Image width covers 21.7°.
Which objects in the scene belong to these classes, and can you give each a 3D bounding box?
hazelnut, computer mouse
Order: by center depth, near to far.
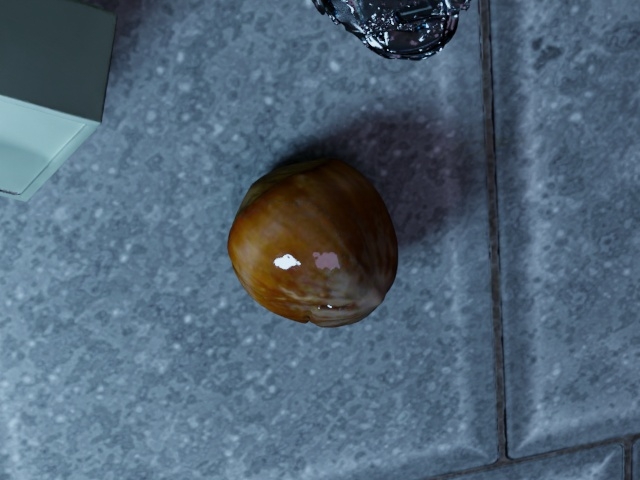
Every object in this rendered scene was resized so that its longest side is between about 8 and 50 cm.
[{"bbox_3d":[0.050,-0.259,1.381,0.146,0.077,0.242,-12,120,15],"label":"computer mouse"},{"bbox_3d":[0.000,0.000,1.698,0.182,0.182,0.182,-6,122,-10],"label":"hazelnut"}]

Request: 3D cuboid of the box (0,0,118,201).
[{"bbox_3d":[-0.328,-0.147,1.492,0.225,0.117,0.225,15,157,-23],"label":"box"}]
